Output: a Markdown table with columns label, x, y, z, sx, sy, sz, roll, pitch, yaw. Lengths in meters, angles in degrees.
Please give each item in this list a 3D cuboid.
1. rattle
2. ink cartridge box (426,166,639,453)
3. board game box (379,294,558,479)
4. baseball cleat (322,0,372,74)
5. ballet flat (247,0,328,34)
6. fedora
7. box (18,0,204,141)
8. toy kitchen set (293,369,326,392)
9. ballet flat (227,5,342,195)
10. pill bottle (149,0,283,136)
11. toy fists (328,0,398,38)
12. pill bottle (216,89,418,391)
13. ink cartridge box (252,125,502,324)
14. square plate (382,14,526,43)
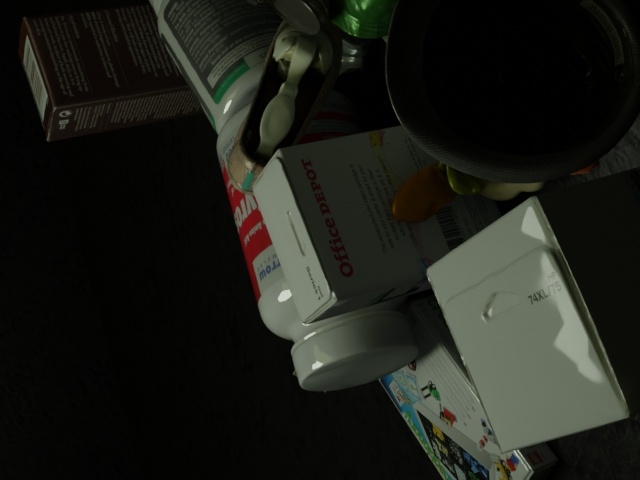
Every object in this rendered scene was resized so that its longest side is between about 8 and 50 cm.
| label | x | y | z | sx | sy | sz | roll | pitch | yaw |
| --- | --- | --- | --- | --- | --- | --- | --- | --- | --- |
| rattle | 0.194 | -0.076 | 1.120 | 0.200 | 0.143 | 0.130 | 21 | 127 | 46 |
| ink cartridge box | 0.283 | 0.053 | 0.906 | 0.198 | 0.270 | 0.197 | -43 | 65 | 60 |
| board game box | 0.201 | 0.253 | 1.395 | 0.305 | 0.053 | 0.193 | 56 | 146 | 33 |
| baseball cleat | 0.004 | -0.314 | 1.471 | 0.206 | 0.072 | 0.109 | 44 | 139 | 46 |
| ballet flat | -0.049 | -0.341 | 1.317 | 0.250 | 0.058 | 0.084 | 41 | 163 | 55 |
| fedora | 0.195 | -0.181 | 1.012 | 0.124 | 0.276 | 0.243 | -155 | 66 | -85 |
| box | -0.338 | -0.324 | 1.771 | 0.191 | 0.382 | 0.143 | 69 | 154 | 14 |
| toy kitchen set | -0.001 | 0.234 | 1.800 | 0.068 | 0.075 | 0.083 | 30 | 179 | 7 |
| ballet flat | -0.037 | -0.208 | 1.311 | 0.106 | 0.108 | 0.315 | 118 | 170 | -71 |
| pill bottle | -0.145 | -0.330 | 1.598 | 0.361 | 0.204 | 0.204 | 58 | 148 | 30 |
| toy fists | 0.017 | -0.390 | 1.282 | 0.279 | 0.096 | 0.142 | 55 | 148 | 41 |
| pill bottle | 0.000 | 0.000 | 1.407 | 0.229 | 0.229 | 0.407 | 124 | 134 | -56 |
| ink cartridge box | 0.079 | -0.030 | 1.242 | 0.117 | 0.278 | 0.201 | -44 | 63 | 59 |
| square plate | 0.160 | -0.360 | 1.179 | 0.347 | 0.049 | 0.344 | 56 | 148 | 33 |
